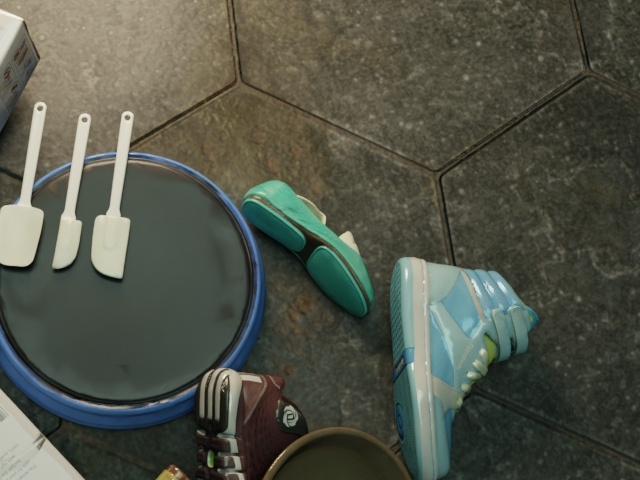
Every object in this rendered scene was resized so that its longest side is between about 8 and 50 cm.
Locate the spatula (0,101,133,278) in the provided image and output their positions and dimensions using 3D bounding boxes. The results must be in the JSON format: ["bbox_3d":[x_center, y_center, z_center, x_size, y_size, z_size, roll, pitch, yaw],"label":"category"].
[{"bbox_3d":[-0.336,-0.074,1.396,0.168,0.019,0.242,6,72,-8],"label":"spatula"}]

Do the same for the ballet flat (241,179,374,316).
[{"bbox_3d":[0.000,0.000,1.488,0.247,0.083,0.087,42,52,2],"label":"ballet flat"}]

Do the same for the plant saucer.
[{"bbox_3d":[0.019,0.382,1.338,0.278,0.041,0.278,10,72,-34],"label":"plant saucer"}]

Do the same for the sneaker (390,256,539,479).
[{"bbox_3d":[0.209,0.177,1.444,0.208,0.127,0.319,2,73,-9],"label":"sneaker"}]

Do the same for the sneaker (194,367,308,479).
[{"bbox_3d":[-0.081,0.308,1.364,0.162,0.106,0.281,3,91,-40],"label":"sneaker"}]

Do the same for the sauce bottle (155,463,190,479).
[{"bbox_3d":[-0.224,0.351,1.350,0.042,0.042,0.128,42,70,4],"label":"sauce bottle"}]

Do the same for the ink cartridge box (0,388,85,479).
[{"bbox_3d":[-0.418,0.293,1.305,0.160,0.092,0.219,-42,84,-19],"label":"ink cartridge box"}]

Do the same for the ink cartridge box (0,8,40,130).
[{"bbox_3d":[-0.572,-0.192,1.374,0.272,0.130,0.309,24,75,2],"label":"ink cartridge box"}]

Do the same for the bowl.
[{"bbox_3d":[-0.265,0.058,1.418,0.391,0.077,0.391,3,72,-10],"label":"bowl"}]
